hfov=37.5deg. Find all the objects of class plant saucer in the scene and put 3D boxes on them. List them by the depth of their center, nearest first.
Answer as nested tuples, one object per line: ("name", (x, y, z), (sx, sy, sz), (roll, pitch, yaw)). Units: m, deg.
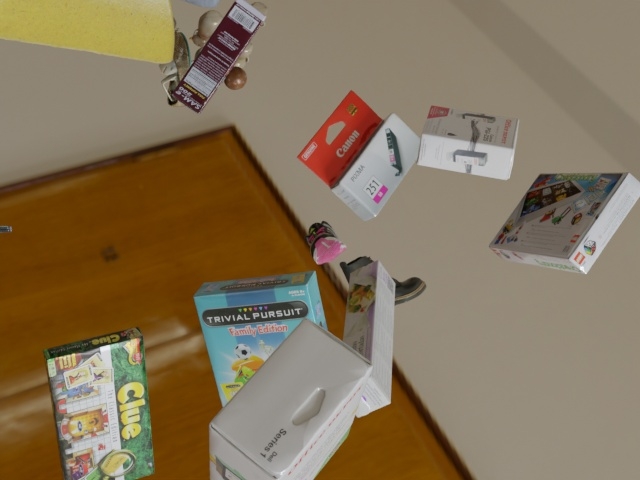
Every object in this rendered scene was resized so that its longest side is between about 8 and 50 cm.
("plant saucer", (-0.331, -0.390, 1.154), (0.081, 0.333, 0.332), (-34, -105, 30))

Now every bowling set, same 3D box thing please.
("bowling set", (-0.246, -0.426, 2.181), (0.154, 0.287, 0.199), (150, -71, -70))

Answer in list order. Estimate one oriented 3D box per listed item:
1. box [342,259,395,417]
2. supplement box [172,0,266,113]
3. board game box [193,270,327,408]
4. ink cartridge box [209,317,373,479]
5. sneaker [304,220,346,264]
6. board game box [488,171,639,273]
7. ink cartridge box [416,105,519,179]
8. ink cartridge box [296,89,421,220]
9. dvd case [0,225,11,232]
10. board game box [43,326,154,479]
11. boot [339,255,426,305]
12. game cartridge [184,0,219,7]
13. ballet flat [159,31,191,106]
("box", (0.080, 0.153, 1.564), (0.067, 0.063, 0.324), (52, 24, -25))
("supplement box", (-0.208, -0.379, 1.936), (0.073, 0.239, 0.130), (35, 6, -11))
("board game box", (-0.106, 0.244, 2.013), (0.079, 0.254, 0.335), (-59, 139, -65))
("ink cartridge box", (-0.047, 0.260, 1.291), (0.117, 0.201, 0.278), (35, -28, 14))
("sneaker", (0.000, 0.000, 1.818), (0.075, 0.063, 0.170), (49, 7, 9))
("board game box", (0.455, -0.040, 1.781), (0.053, 0.193, 0.305), (39, -7, -15))
("ink cartridge box", (0.350, -0.231, 2.219), (0.158, 0.218, 0.092), (-67, 166, -53))
("ink cartridge box", (0.109, -0.225, 2.375), (0.239, 0.275, 0.060), (43, -29, -12))
("dvd case", (-0.628, -0.017, 1.688), (0.087, 0.119, 0.013), (-5, -92, 24))
("board game box", (-0.314, 0.251, 1.355), (0.030, 0.136, 0.259), (43, -40, 49))
("boot", (0.140, 0.079, 2.059), (0.077, 0.198, 0.137), (-21, -88, 48))
("game cartridge", (-0.327, -0.522, 1.742), (0.198, 0.297, 0.062), (159, -52, -84))
("ballet flat", (-0.324, -0.372, 2.103), (0.073, 0.067, 0.206), (52, -23, 33))
